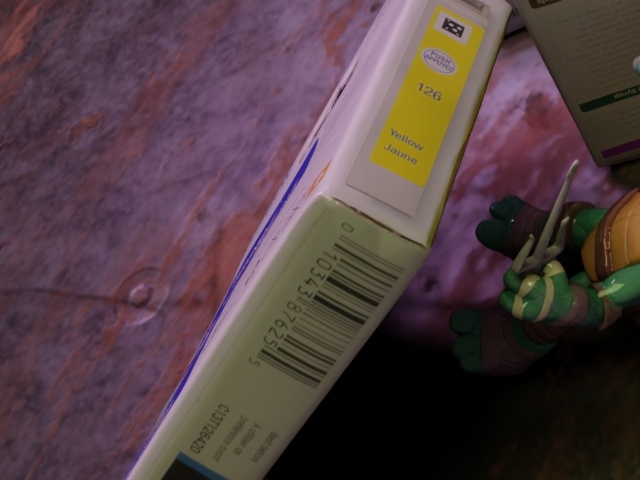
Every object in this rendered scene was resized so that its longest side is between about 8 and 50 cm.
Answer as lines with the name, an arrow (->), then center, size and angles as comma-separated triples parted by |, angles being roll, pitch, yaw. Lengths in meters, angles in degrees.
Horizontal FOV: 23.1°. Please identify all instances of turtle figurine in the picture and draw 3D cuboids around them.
turtle figurine -> 0.157, -0.005, 0.828 | 0.175, 0.118, 0.234 | -51, 7, -30

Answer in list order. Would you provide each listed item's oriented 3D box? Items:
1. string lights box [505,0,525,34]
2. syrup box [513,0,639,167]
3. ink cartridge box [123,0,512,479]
string lights box -> 0.138, -0.273, 1.107 | 0.133, 0.077, 0.260 | -23, 48, 20
syrup box -> 0.160, -0.154, 0.892 | 0.096, 0.237, 0.093 | -17, 50, 17
ink cartridge box -> 0.000, 0.000, 0.867 | 0.304, 0.072, 0.307 | -58, 3, 40
